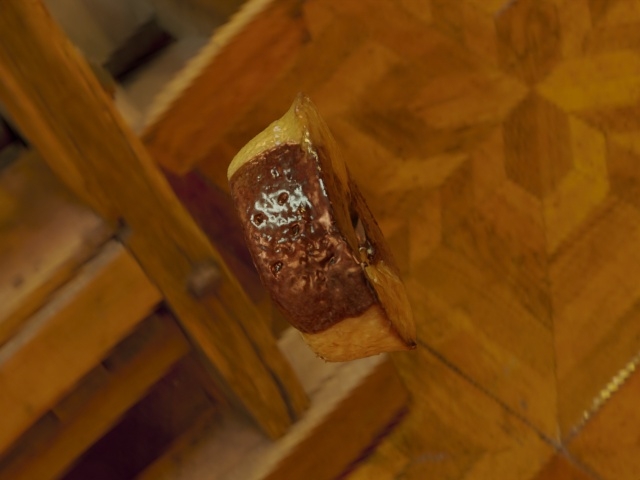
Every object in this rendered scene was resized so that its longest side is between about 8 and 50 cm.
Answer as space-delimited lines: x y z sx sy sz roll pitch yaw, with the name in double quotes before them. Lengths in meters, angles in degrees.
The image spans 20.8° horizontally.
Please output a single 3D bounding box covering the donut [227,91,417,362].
"donut" 0.000 0.000 1.131 0.073 0.184 0.166 -26 51 8
